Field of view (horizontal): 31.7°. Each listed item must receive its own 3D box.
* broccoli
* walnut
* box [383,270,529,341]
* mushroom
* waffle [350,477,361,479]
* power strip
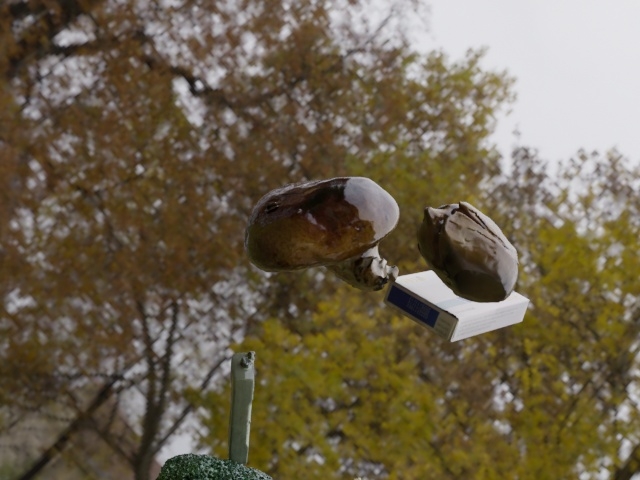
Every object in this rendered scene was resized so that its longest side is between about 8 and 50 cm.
[{"bbox_3d":[-0.207,0.556,2.238,0.308,0.275,0.308,45,11,-11],"label":"broccoli"},{"bbox_3d":[0.237,0.021,1.816,0.245,0.137,0.137,35,-14,-37],"label":"walnut"},{"bbox_3d":[0.322,0.140,2.634,0.200,0.343,0.065,31,-68,32],"label":"box"},{"bbox_3d":[0.000,0.000,2.440,0.345,0.345,0.260,0,-72,57],"label":"mushroom"},{"bbox_3d":[0.044,0.529,1.971,0.051,0.231,0.229,92,-19,-61],"label":"waffle"},{"bbox_3d":[-0.163,0.351,2.302,0.048,0.080,0.286,2,-55,-4],"label":"power strip"}]
